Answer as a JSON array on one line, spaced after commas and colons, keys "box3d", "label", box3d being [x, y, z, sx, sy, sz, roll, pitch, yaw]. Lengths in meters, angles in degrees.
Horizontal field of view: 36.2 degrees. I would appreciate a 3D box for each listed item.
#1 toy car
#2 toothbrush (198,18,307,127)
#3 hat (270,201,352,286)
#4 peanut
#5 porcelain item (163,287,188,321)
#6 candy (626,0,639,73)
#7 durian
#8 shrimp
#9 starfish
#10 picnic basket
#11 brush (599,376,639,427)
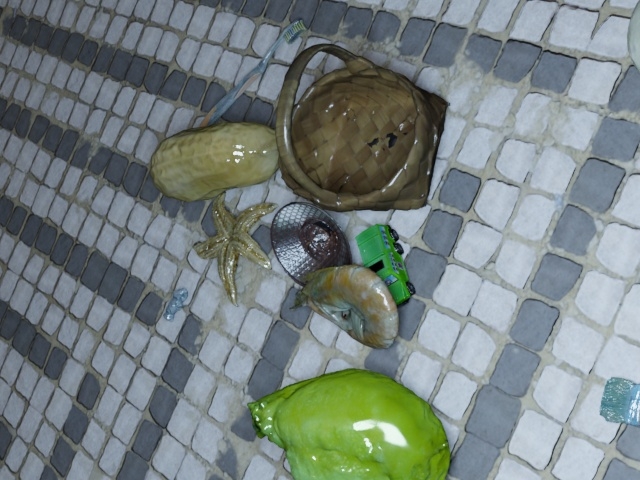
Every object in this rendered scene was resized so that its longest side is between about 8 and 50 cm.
[{"box3d": [0.117, 0.048, 1.805, 0.071, 0.062, 0.165, -32, 57, 28], "label": "toy car"}, {"box3d": [-0.165, -0.359, 2.205, 0.375, 0.028, 0.037, -42, 60, 22], "label": "toothbrush"}, {"box3d": [0.000, 0.000, 1.917, 0.193, 0.082, 0.193, 17, 122, 29], "label": "hat"}, {"box3d": [-0.224, -0.169, 2.090, 0.340, 0.174, 0.158, -9, 58, 42], "label": "peanut"}, {"box3d": [-0.319, 0.139, 2.168, 0.028, 0.036, 0.083, 39, 107, 36], "label": "porcelain item"}, {"box3d": [0.592, -0.319, 1.441, 0.296, 0.185, 0.295, -9, 75, 40], "label": "candy"}, {"box3d": [0.063, 0.340, 1.682, 0.340, 0.204, 0.255, -23, 75, 23], "label": "durian"}, {"box3d": [0.043, 0.127, 1.820, 0.317, 0.077, 0.168, -9, 103, 59], "label": "shrimp"}, {"box3d": [-0.180, -0.001, 2.093, 0.236, 0.062, 0.277, -23, 58, 27], "label": "starfish"}, {"box3d": [0.031, -0.205, 1.792, 0.337, 0.337, 0.293, 5, 77, 41], "label": "picnic basket"}, {"box3d": [0.504, 0.253, 1.434, 0.196, 0.021, 0.070, 10, 85, 42], "label": "brush"}]
